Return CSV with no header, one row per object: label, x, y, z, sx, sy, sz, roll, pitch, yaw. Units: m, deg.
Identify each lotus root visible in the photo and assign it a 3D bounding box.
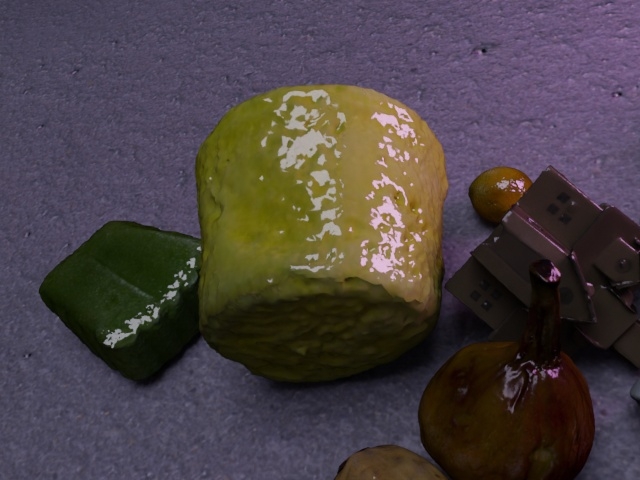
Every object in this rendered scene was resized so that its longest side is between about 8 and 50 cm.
lotus root,0.100,0.305,0.795,0.125,0.118,0.221,-52,47,-2

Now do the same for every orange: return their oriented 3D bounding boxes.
orange,0.263,-0.068,1.079,0.095,0.085,0.085,13,56,28

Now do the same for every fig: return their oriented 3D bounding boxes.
fig,0.191,0.163,0.762,0.190,0.290,0.191,-5,57,8

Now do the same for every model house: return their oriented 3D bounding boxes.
model house,0.298,0.062,0.868,0.243,0.204,0.211,41,107,11

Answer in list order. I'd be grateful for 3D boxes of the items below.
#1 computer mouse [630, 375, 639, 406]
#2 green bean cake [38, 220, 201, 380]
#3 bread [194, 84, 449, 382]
computer mouse,0.448,0.141,0.786,0.230,0.128,0.079,-15,87,6
green bean cake,-0.288,0.077,1.147,0.248,0.125,0.222,25,61,34
bread,0.000,0.000,0.951,0.348,0.348,0.308,-11,51,13
